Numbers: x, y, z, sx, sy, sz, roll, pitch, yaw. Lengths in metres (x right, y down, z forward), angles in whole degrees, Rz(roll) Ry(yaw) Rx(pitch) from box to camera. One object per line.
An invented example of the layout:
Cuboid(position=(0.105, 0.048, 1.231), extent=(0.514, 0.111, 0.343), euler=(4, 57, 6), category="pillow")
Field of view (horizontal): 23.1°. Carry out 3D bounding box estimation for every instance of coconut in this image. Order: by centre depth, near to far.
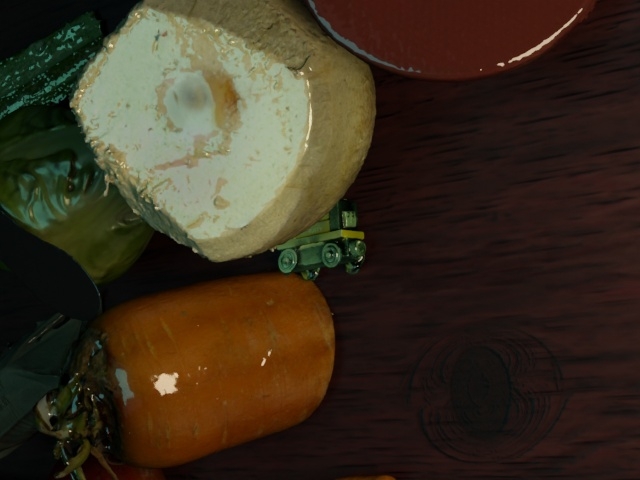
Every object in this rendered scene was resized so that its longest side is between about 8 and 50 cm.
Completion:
Cuboid(position=(-0.087, -0.132, 1.623), extent=(0.297, 0.254, 0.297), euler=(2, 98, 13), category="coconut")

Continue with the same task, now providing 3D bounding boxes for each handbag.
Cuboid(position=(-0.370, 0.178, 2.031), extent=(0.270, 0.117, 0.182), euler=(-40, 27, 39), category="handbag")

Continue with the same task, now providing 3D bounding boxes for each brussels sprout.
Cuboid(position=(-0.293, -0.055, 1.873), extent=(0.271, 0.210, 0.219), euler=(-26, 53, 34), category="brussels sprout")

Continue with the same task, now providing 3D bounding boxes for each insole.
Cuboid(position=(-0.330, 0.020, 1.778), extent=(0.232, 0.003, 0.080), euler=(35, 123, 26), category="insole")

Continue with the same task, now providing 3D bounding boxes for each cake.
Cuboid(position=(-0.347, -0.204, 2.022), extent=(0.235, 0.099, 0.100), euler=(-28, 74, 21), category="cake")

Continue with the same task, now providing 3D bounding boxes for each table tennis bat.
Cuboid(position=(0.069, -0.278, 1.468), extent=(0.415, 0.051, 0.268), euler=(-1, 83, 12), category="table tennis bat")

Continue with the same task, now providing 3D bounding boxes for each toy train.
Cuboid(position=(0.000, 0.000, 1.707), extent=(0.122, 0.050, 0.081), euler=(-13, 74, 41), category="toy train")

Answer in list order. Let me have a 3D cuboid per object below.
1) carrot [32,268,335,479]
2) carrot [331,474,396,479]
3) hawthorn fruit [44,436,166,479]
Cuboid(position=(-0.168, 0.154, 1.742), extent=(0.193, 0.331, 0.214), euler=(67, 151, 16), category="carrot")
Cuboid(position=(0.005, 0.303, 1.718), extent=(0.193, 0.087, 0.087), euler=(-23, 79, 31), category="carrot")
Cuboid(position=(-0.260, 0.318, 1.922), extent=(0.169, 0.169, 0.188), euler=(-9, 78, 44), category="hawthorn fruit")
